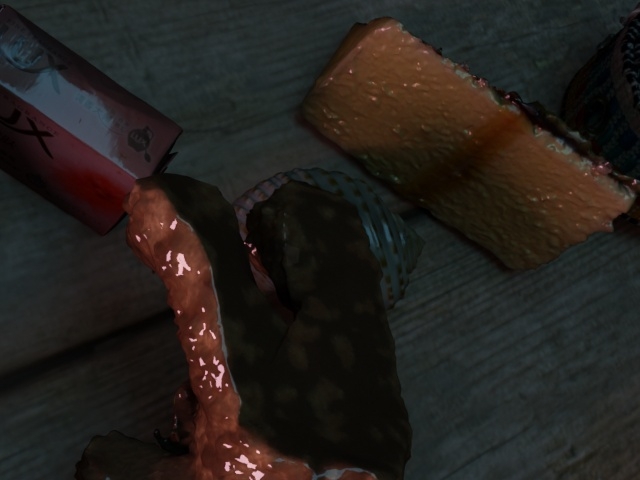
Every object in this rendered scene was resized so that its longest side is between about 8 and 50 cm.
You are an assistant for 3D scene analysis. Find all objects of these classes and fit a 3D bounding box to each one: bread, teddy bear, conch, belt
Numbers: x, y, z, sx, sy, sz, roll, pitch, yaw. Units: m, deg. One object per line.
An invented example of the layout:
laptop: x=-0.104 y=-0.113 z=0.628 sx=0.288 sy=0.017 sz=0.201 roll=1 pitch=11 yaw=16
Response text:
bread: x=0.122 y=-0.087 z=0.885 sx=0.266 sy=0.142 sz=0.178 roll=37 pitch=17 yaw=-11
teddy bear: x=-0.045 y=0.128 z=0.671 sx=0.246 sy=0.222 sz=0.296 roll=1 pitch=54 yaw=-43
conch: x=0.005 y=-0.004 z=0.796 sx=0.153 sy=0.102 sz=0.135 roll=10 pitch=50 yaw=-27
belt: x=0.359 y=-0.135 z=1.018 sx=0.207 sy=0.150 sz=0.257 roll=44 pitch=55 yaw=4

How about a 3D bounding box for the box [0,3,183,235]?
box: x=-0.180 y=-0.078 z=0.709 sx=0.156 sy=0.111 sz=0.060 roll=33 pitch=59 yaw=-13
